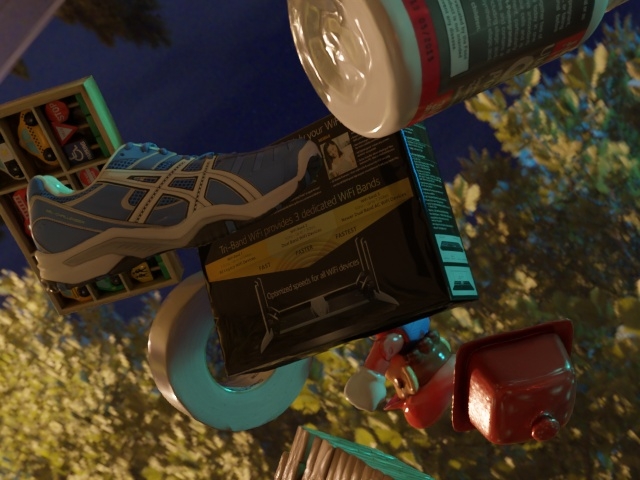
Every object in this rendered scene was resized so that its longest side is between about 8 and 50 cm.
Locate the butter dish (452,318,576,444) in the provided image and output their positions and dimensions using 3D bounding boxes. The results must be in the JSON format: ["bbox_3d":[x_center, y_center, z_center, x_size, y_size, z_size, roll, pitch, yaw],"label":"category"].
[{"bbox_3d":[0.253,0.195,1.047,0.160,0.160,0.118,-11,-145,-10],"label":"butter dish"}]

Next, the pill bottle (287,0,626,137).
[{"bbox_3d":[0.145,-0.229,0.774,0.318,0.176,0.176,-26,-152,-20],"label":"pill bottle"}]

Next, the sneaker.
[{"bbox_3d":[-0.101,-0.034,0.587,0.211,0.081,0.080,-20,-174,-7],"label":"sneaker"}]

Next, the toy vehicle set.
[{"bbox_3d":[-0.290,-0.045,1.009,0.166,0.267,0.035,-16,-154,11],"label":"toy vehicle set"}]

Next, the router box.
[{"bbox_3d":[0.000,0.000,0.988,0.309,0.081,0.243,-22,-104,30],"label":"router box"}]

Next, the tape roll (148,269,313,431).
[{"bbox_3d":[-0.119,0.145,1.166,0.072,0.219,0.219,4,-121,59],"label":"tape roll"}]

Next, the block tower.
[{"bbox_3d":[0.053,0.223,0.664,0.335,0.097,0.091,-5,-114,69],"label":"block tower"}]

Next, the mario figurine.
[{"bbox_3d":[0.089,0.129,1.250,0.198,0.320,0.170,-24,-173,-14],"label":"mario figurine"}]
